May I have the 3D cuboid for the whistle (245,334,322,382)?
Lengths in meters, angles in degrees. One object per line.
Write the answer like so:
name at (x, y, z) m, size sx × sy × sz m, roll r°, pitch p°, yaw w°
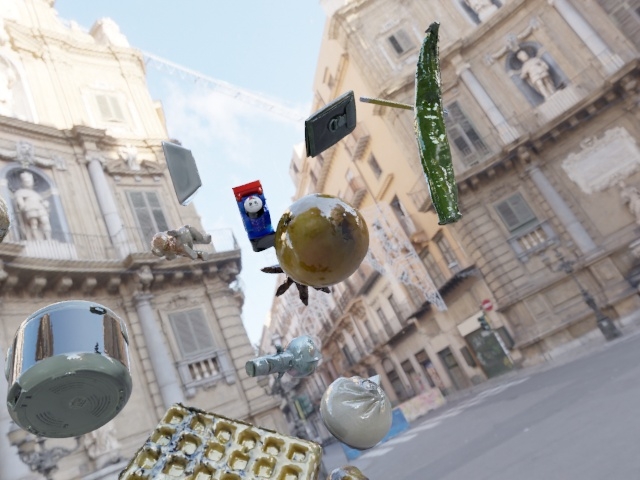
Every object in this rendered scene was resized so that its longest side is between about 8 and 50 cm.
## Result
whistle at (-0.114, 0.418, 1.672) m, size 0.346 × 0.134 × 0.142 m, roll 2°, pitch -69°, yaw -49°

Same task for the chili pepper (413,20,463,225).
chili pepper at (0.207, -0.206, 0.868) m, size 0.076 × 0.359 × 0.085 m, roll -8°, pitch -1°, yaw 30°

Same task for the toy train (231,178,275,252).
toy train at (-0.180, -0.068, 1.337) m, size 0.083 × 0.131 × 0.204 m, roll -18°, pitch -27°, yaw -8°

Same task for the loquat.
loquat at (0.000, 0.000, 1.312) m, size 0.263 × 0.263 × 0.263 m, roll -23°, pitch -20°, yaw -9°

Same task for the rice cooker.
rice cooker at (-0.731, 0.367, 1.407) m, size 0.335 × 0.325 × 0.335 m, roll -15°, pitch -52°, yaw -20°

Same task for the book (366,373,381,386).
book at (0.118, 0.531, 1.684) m, size 0.199 × 0.016 × 0.138 m, roll -25°, pitch -1°, yaw 11°

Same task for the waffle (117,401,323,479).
waffle at (-0.201, 0.495, 0.996) m, size 0.261 × 0.376 × 0.114 m, roll -60°, pitch -20°, yaw -56°

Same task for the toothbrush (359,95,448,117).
toothbrush at (0.264, -0.424, 1.513) m, size 0.288 × 0.024 × 0.021 m, roll 9°, pitch -39°, yaw -4°

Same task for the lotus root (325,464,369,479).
lotus root at (0.078, 0.708, 1.369) m, size 0.120 × 0.120 × 0.209 m, roll -32°, pitch -29°, yaw 17°

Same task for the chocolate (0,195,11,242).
chocolate at (-0.703, -0.071, 0.871) m, size 0.134 × 0.134 × 0.309 m, roll -28°, pitch -25°, yaw 7°

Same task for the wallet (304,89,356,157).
wallet at (0.037, -0.398, 1.648) m, size 0.236 × 0.055 × 0.160 m, roll -41°, pitch -34°, yaw -28°

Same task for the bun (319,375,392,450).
bun at (0.089, 0.379, 1.101) m, size 0.173 × 0.173 × 0.120 m, roll -2°, pitch -55°, yaw -48°

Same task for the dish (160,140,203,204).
dish at (-0.339, -0.168, 1.208) m, size 0.064 × 0.154 × 0.234 m, roll -17°, pitch 6°, yaw -11°

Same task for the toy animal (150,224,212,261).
toy animal at (-0.453, -0.001, 1.433) m, size 0.185 × 0.104 × 0.184 m, roll 7°, pitch -16°, yaw 28°

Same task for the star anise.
star anise at (-0.073, 0.085, 1.648) m, size 0.288 × 0.288 × 0.088 m, roll -29°, pitch -5°, yaw 9°
